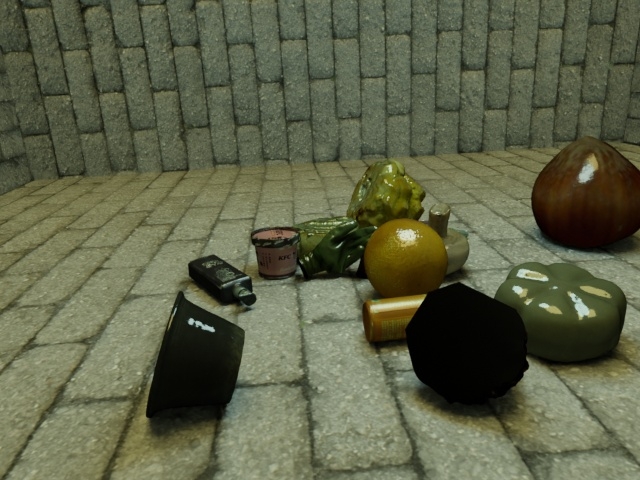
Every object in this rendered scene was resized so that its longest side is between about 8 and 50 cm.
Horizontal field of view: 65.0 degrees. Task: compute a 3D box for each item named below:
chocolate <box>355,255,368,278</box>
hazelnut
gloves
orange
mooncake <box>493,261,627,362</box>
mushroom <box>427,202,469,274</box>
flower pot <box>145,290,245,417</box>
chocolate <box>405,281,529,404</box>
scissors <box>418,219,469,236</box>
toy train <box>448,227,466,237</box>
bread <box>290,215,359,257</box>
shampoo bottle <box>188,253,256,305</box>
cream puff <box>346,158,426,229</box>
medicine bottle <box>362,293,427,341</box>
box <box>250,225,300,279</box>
[{"bbox_3d":[0.182,0.063,1.512,0.149,0.080,0.125,-13,21,-30],"label":"chocolate"},{"bbox_3d":[0.906,-0.158,1.691,0.359,0.359,0.409,2,28,15],"label":"hazelnut"},{"bbox_3d":[0.055,0.029,1.503,0.268,0.135,0.107,-24,1,11],"label":"gloves"},{"bbox_3d":[0.222,0.053,1.316,0.236,0.236,0.236,-3,19,1],"label":"orange"},{"bbox_3d":[0.522,0.147,1.107,0.275,0.135,0.275,-5,26,3],"label":"mooncake"},{"bbox_3d":[0.337,-0.005,1.482,0.207,0.215,0.207,0,28,0],"label":"mushroom"},{"bbox_3d":[-0.226,0.224,0.950,0.148,0.235,0.235,13,17,-11],"label":"flower pot"},{"bbox_3d":[0.300,0.227,0.984,0.224,0.206,0.177,28,-10,40],"label":"chocolate"},{"bbox_3d":[0.434,-0.042,1.848,0.118,0.030,0.242,-20,23,-38],"label":"scissors"},{"bbox_3d":[0.443,-0.007,1.723,0.122,0.050,0.081,-16,27,-35],"label":"toy train"},{"bbox_3d":[0.000,0.000,1.656,0.257,0.124,0.186,-1,19,12],"label":"bread"},{"bbox_3d":[-0.273,0.119,1.438,0.098,0.071,0.309,-13,23,-34],"label":"shampoo bottle"},{"bbox_3d":[0.259,-0.130,1.844,0.257,0.291,0.324,23,-3,-17],"label":"cream puff"},{"bbox_3d":[0.198,0.176,1.153,0.192,0.096,0.096,-6,19,-8],"label":"medicine bottle"},{"bbox_3d":[-0.137,0.038,1.552,0.151,0.135,0.151,0,16,0],"label":"box"}]
